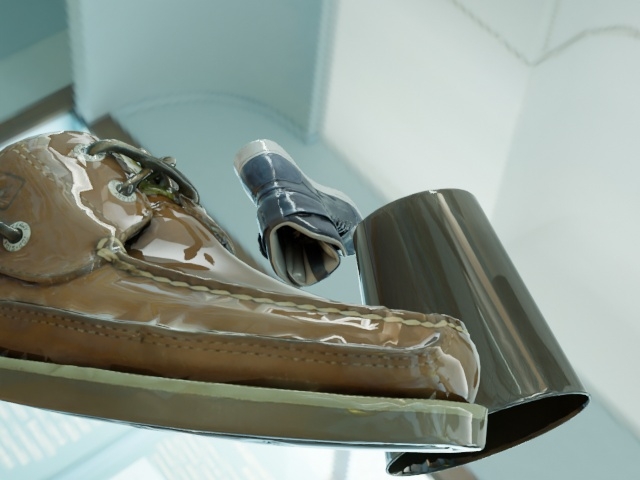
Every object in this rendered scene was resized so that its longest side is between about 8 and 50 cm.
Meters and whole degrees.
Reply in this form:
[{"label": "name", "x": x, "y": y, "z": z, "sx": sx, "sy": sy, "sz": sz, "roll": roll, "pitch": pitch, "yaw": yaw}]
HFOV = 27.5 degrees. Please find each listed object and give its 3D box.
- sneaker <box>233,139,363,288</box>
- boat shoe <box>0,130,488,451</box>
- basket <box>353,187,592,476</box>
[{"label": "sneaker", "x": -0.002, "y": 0.001, "z": 1.475, "sx": 0.226, "sy": 0.086, "sz": 0.163, "roll": 35, "pitch": 21, "yaw": -46}, {"label": "boat shoe", "x": -0.087, "y": 0.009, "z": 0.462, "sx": 0.307, "sy": 0.104, "sz": 0.111, "roll": 6, "pitch": -11, "yaw": 22}, {"label": "basket", "x": 0.120, "y": 0.079, "z": 1.224, "sx": 0.204, "sy": 0.154, "sz": 0.227, "roll": -29, "pitch": -117, "yaw": 25}]
